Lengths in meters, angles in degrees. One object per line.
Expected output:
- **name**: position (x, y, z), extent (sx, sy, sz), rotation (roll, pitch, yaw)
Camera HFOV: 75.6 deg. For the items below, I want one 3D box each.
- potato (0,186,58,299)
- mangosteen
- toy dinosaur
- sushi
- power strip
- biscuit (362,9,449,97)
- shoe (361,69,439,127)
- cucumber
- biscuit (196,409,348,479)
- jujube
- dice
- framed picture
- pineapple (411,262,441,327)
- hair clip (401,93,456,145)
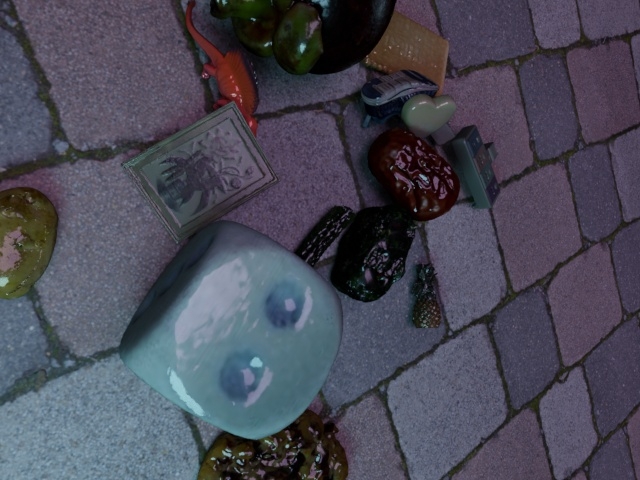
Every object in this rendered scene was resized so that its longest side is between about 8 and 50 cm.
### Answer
- **potato**: position (-0.463, 0.001, 0.624), extent (0.107, 0.080, 0.170), rotation (18, 83, -15)
- **mangosteen**: position (-0.016, -0.453, 0.731), extent (0.330, 0.330, 0.330), rotation (0, 90, -28)
- **toy dinosaur**: position (-0.168, -0.322, 0.747), extent (0.070, 0.139, 0.286), rotation (-27, 102, -27)
- **sushi**: position (0.117, 0.026, 0.908), extent (0.124, 0.127, 0.225), rotation (33, 77, -24)
- **power strip**: position (0.426, -0.208, 1.111), extent (0.145, 0.061, 0.215), rotation (-47, 119, -32)
- **biscuit**: position (0.211, -0.461, 1.012), extent (0.250, 0.030, 0.160), rotation (11, 86, -28)
- **shoe**: position (0.184, -0.332, 0.967), extent (0.207, 0.091, 0.106), rotation (-24, 141, -19)
- **cucumber**: position (0.000, 0.000, 0.887), extent (0.058, 0.058, 0.187), rotation (46, 72, -20)
- **biscuit**: position (-0.081, 0.490, 0.829), extent (0.334, 0.081, 0.289), rotation (19, 82, -28)
- **jujube**: position (0.210, -0.149, 0.946), extent (0.230, 0.155, 0.155), rotation (40, 72, -21)
- **dice**: position (-0.141, 0.139, 0.689), extent (0.265, 0.268, 0.262), rotation (39, 73, -22)
- **framed picture**: position (-0.212, -0.124, 0.755), extent (0.231, 0.010, 0.173), rotation (-33, 106, -5)
- **pineapple**: position (0.261, 0.136, 1.021), extent (0.074, 0.074, 0.159), rotation (4, 80, -28)
- **hair clip**: position (0.250, -0.276, 0.975), extent (0.218, 0.159, 0.071), rotation (9, 51, -55)
